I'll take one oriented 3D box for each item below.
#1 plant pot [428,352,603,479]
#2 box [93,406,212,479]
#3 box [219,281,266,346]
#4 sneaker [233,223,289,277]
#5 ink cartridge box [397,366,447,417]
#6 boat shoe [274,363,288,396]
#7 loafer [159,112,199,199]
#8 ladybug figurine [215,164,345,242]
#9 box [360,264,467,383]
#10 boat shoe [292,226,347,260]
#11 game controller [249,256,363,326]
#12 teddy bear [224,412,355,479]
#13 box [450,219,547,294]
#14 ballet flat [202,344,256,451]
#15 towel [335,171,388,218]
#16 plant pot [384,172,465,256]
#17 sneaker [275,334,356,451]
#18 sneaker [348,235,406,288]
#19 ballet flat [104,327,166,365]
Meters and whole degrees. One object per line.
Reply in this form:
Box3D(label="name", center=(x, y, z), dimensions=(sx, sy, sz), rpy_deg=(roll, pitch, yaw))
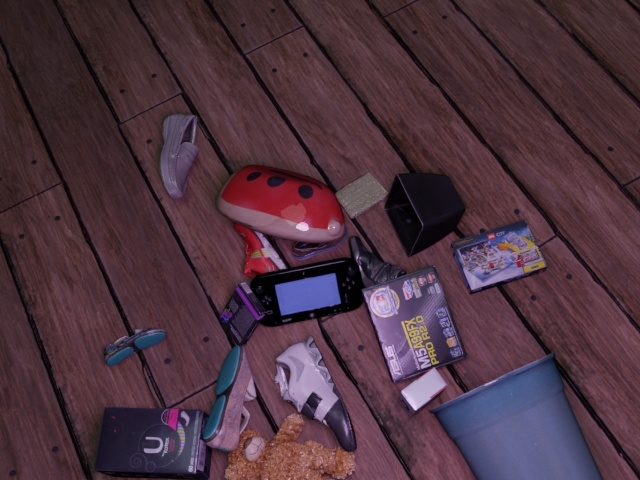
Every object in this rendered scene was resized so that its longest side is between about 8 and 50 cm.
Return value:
Box3D(label="plant pot", center=(0.488, 0.491, 1.601), dimensions=(0.341, 0.341, 0.334), rpy_deg=(-23, 72, -6))
Box3D(label="box", center=(-0.430, 0.535, 1.755), dimensions=(0.270, 0.143, 0.165), rpy_deg=(-1, 64, 6))
Box3D(label="box", center=(-0.223, 0.211, 1.890), dimensions=(0.029, 0.162, 0.116), rpy_deg=(-12, 56, -46))
Box3D(label="sneaker", center=(-0.192, 0.049, 1.985), dimensions=(0.118, 0.107, 0.279), rpy_deg=(-36, 66, -6))
Box3D(label="ink cartridge box", center=(0.265, 0.400, 1.748), dimensions=(0.109, 0.150, 0.063), rpy_deg=(-35, 70, -11))
Box3D(label="boat shoe", center=(-0.113, 0.386, 1.855), dimensions=(0.035, 0.035, 0.100), rpy_deg=(-18, 71, -6))
Box3D(label="loafer", center=(-0.451, -0.281, 2.160), dimensions=(0.111, 0.112, 0.320), rpy_deg=(-10, 63, 10))
Box3D(label="ladybug figurine", center=(-0.110, -0.113, 1.922), dimensions=(0.449, 0.305, 0.162), rpy_deg=(20, 108, 35))
Box3D(label="box", center=(0.255, 0.230, 1.838), dimensions=(0.216, 0.060, 0.270), rpy_deg=(-18, 81, -4))
Box3D(label="boat shoe", center=(0.000, 0.000, 2.007), dimensions=(0.183, 0.066, 0.066), rpy_deg=(-30, 66, -9))
Box3D(label="game controller", center=(-0.036, 0.148, 1.902), dimensions=(0.319, 0.067, 0.167), rpy_deg=(-11, 104, -1))
Box3D(label="teddy bear", center=(-0.077, 0.577, 1.720), dimensions=(0.338, 0.113, 0.245), rpy_deg=(28, 68, 17))
Box3D(label="box", center=(0.518, 0.048, 1.947), dimensions=(0.233, 0.044, 0.159), rpy_deg=(-16, 64, -2))
Box3D(label="ballet flat", center=(-0.232, 0.430, 1.798), dimensions=(0.106, 0.107, 0.316), rpy_deg=(37, 40, -21))
Box3D(label="towel", center=(0.127, -0.140, 2.084), dimensions=(0.148, 0.027, 0.110), rpy_deg=(-34, 67, -12))
Box3D(label="plant pot", center=(0.314, -0.089, 1.967), dimensions=(0.166, 0.188, 0.188), rpy_deg=(-15, 63, -16))
Box3D(label="sneaker", center=(-0.016, 0.428, 1.779), dimensions=(0.146, 0.122, 0.331), rpy_deg=(-25, 60, -8))
Box3D(label="sneaker", center=(0.167, 0.077, 1.947), dimensions=(0.130, 0.087, 0.228), rpy_deg=(-22, 68, -7))
Box3D(label="ballet flat", center=(-0.541, 0.291, 1.928), dimensions=(0.188, 0.070, 0.070), rpy_deg=(-26, 65, -10))
